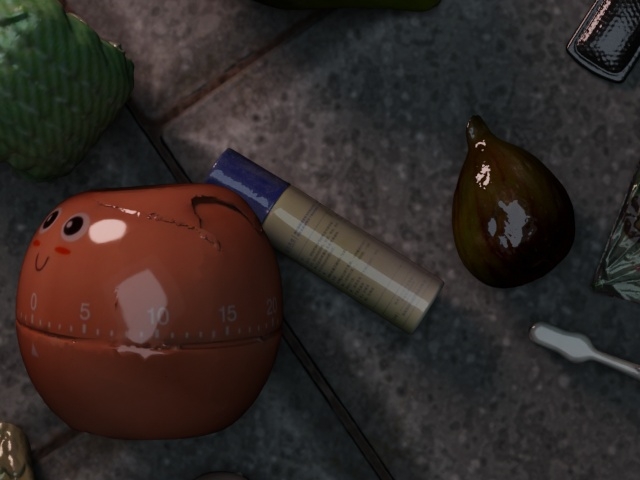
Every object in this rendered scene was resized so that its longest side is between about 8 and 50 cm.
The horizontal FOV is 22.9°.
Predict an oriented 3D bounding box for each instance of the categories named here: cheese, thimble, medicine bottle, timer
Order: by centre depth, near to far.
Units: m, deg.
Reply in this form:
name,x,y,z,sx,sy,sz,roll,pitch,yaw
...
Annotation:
name,x,y,z,sx,sy,sz,roll,pitch,yaw
timer,-0.145,0.056,1.346,0.229,0.229,0.215,3,91,3
thimble,-0.276,-0.153,1.375,0.219,0.219,0.150,37,92,4
cheese,-0.274,0.252,1.403,0.065,0.043,0.194,-23,62,5
medicine bottle,0.000,0.000,1.424,0.231,0.059,0.059,33,90,4

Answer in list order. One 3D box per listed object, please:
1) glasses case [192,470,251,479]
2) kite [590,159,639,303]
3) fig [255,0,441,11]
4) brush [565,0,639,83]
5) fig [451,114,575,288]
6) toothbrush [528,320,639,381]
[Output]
name,x,y,z,sx,sy,sz,roll,pitch,yaw
glasses case,-0.171,0.325,1.412,0.314,0.075,0.122,-34,81,2
kite,0.366,-0.014,1.429,0.267,0.013,0.323,-28,88,3
fig,0.000,-0.276,1.392,0.275,0.206,0.206,34,90,-20
brush,0.297,-0.235,1.438,0.063,0.016,0.193,32,90,3
fig,0.159,-0.036,1.396,0.109,0.103,0.155,-31,95,-21
toothbrush,0.366,0.150,1.409,0.386,0.040,0.040,21,89,3
